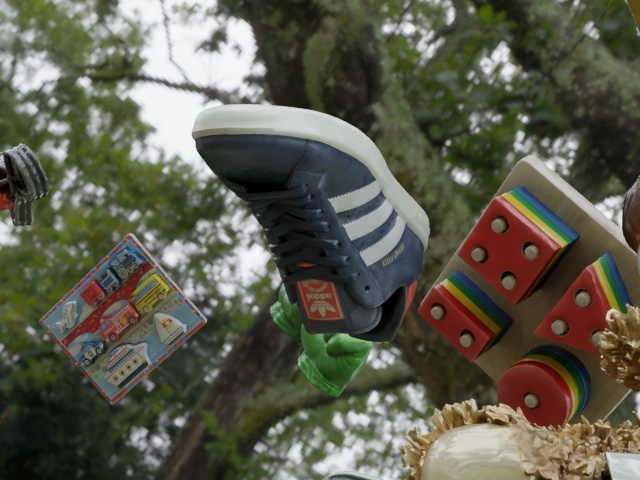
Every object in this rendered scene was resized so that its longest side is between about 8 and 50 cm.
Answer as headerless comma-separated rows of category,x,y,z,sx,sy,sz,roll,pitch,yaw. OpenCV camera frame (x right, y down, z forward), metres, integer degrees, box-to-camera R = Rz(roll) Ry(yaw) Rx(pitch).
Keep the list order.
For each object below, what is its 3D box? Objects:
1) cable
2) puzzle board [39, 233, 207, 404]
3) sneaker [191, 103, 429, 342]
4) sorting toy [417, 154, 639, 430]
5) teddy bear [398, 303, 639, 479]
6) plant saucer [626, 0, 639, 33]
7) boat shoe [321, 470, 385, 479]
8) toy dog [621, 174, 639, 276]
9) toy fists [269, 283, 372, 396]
cable,-0.383,-0.063,1.444,0.287,0.072,0.139,27,-45,65
puzzle board,-0.168,0.068,0.995,0.128,0.011,0.096,-41,-90,25
sneaker,0.000,0.000,1.039,0.131,0.148,0.350,1,-19,31
sorting toy,0.247,0.085,1.340,0.255,0.089,0.257,44,-51,17
teddy bear,0.201,0.152,0.638,0.245,0.338,0.113,48,-37,29
plant saucer,0.373,-0.326,0.951,0.332,0.333,0.081,63,-12,-14
boat shoe,0.086,0.357,1.169,0.340,0.113,0.127,46,-65,30
toy dog,0.464,0.026,1.039,0.284,0.408,0.395,43,-51,51
toy fists,0.003,0.124,1.955,0.096,0.142,0.279,26,17,-31
